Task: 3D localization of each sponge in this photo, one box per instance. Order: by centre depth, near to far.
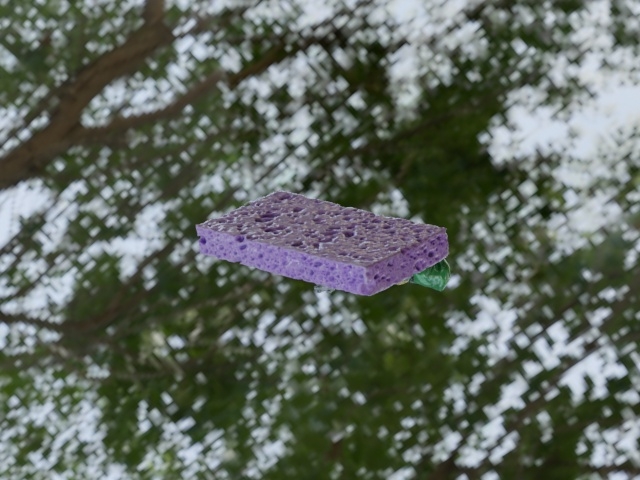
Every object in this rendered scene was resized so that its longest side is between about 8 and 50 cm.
[{"bbox_3d":[0.000,0.000,1.284,0.117,0.210,0.031,-24,-63,-43],"label":"sponge"}]

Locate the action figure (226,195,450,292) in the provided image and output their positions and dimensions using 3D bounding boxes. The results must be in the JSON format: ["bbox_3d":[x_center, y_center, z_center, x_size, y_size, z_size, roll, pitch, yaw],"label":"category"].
[{"bbox_3d":[0.021,0.012,1.460,0.232,0.063,0.137,13,-152,15],"label":"action figure"}]
